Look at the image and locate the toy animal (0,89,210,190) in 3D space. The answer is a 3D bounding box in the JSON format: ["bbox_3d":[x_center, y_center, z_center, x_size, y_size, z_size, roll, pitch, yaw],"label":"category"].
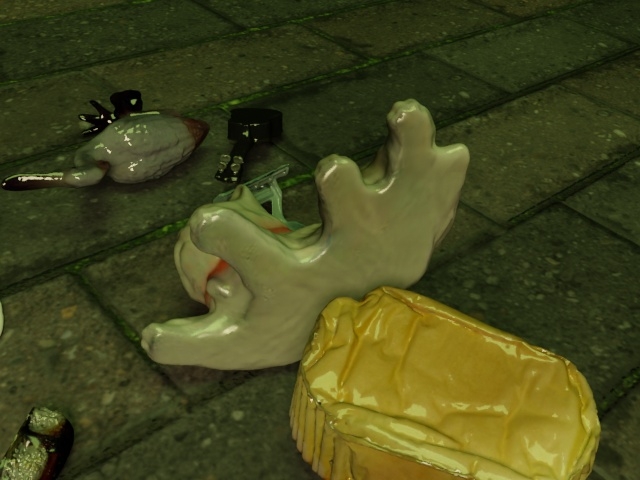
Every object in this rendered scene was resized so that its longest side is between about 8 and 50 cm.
[{"bbox_3d":[-0.262,-0.122,0.925,0.195,0.091,0.324,0,28,1],"label":"toy animal"}]

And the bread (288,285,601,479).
[{"bbox_3d":[0.096,0.149,0.585,0.250,0.133,0.179,15,39,13],"label":"bread"}]

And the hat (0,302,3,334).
[{"bbox_3d":[-0.413,0.050,0.647,0.203,0.126,0.203,6,34,-4],"label":"hat"}]

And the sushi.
[{"bbox_3d":[-0.239,0.183,0.579,0.046,0.044,0.083,26,38,-11],"label":"sushi"}]

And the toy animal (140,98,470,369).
[{"bbox_3d":[-0.011,-0.020,0.710,0.266,0.308,0.188,17,16,-15],"label":"toy animal"}]

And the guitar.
[{"bbox_3d":[-0.108,-0.142,0.972,0.083,0.038,0.271,2,25,4],"label":"guitar"}]

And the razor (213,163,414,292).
[{"bbox_3d":[-0.001,0.009,0.833,0.278,0.056,0.111,39,49,26],"label":"razor"}]
